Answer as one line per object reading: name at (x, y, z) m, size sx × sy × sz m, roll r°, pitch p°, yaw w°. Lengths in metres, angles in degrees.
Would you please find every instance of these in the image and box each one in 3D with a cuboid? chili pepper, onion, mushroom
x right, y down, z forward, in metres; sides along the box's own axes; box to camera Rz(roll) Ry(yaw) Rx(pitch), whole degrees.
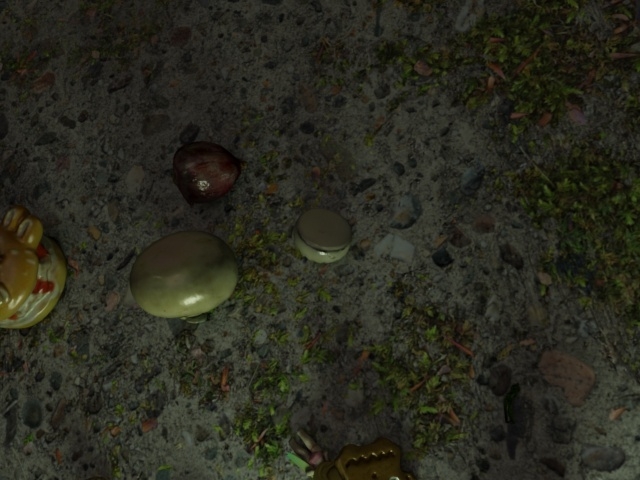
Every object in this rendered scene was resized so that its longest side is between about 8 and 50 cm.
chili pepper at (0.379, 0.322, 1.202) m, size 0.027 × 0.022 × 0.083 m, roll -1°, pitch 70°, yaw 51°
onion at (-0.269, -0.175, 1.496) m, size 0.194 × 0.159 × 0.160 m, roll -16°, pitch 66°, yaw -21°
mushroom at (-0.312, 0.093, 1.394) m, size 0.245 × 0.203 × 0.246 m, roll -1°, pitch 29°, yaw 1°

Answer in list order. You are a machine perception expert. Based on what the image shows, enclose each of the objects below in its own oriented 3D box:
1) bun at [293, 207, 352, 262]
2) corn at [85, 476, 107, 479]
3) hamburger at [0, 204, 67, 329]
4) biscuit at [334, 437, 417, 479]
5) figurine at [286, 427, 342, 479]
bun at (0.000, 0.000, 1.381) m, size 0.138 × 0.094 × 0.138 m, roll 9°, pitch 51°, yaw -11°
corn at (-0.465, 0.642, 1.315) m, size 0.086 × 0.086 × 0.254 m, roll -28°, pitch 65°, yaw 6°
hamburger at (-0.792, 0.071, 1.542) m, size 0.302 × 0.186 × 0.261 m, roll -45°, pitch 67°, yaw -4°
biscuit at (0.110, 0.514, 1.167) m, size 0.184 × 0.035 × 0.249 m, roll -4°, pitch 75°, yaw -19°
figurine at (-0.003, 0.466, 1.244) m, size 0.083 × 0.083 × 0.187 m, roll -46°, pitch 57°, yaw -2°
